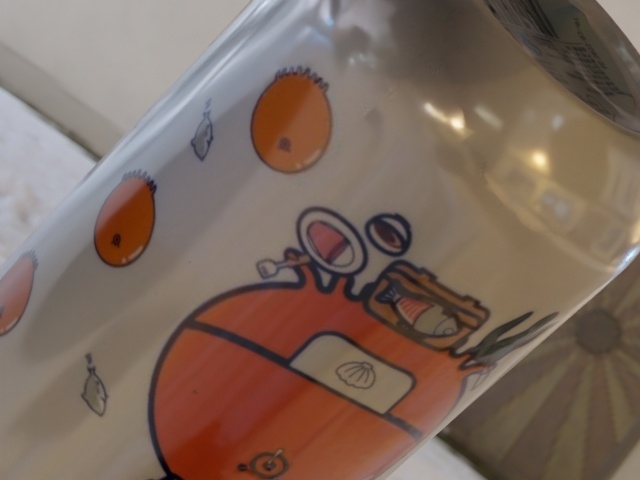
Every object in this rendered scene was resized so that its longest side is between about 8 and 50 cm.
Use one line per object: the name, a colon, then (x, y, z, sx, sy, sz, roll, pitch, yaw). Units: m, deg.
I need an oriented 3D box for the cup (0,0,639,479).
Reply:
cup: (0.000, 0.000, 0.756, 0.212, 0.317, 0.212, 34, 29, -22)
